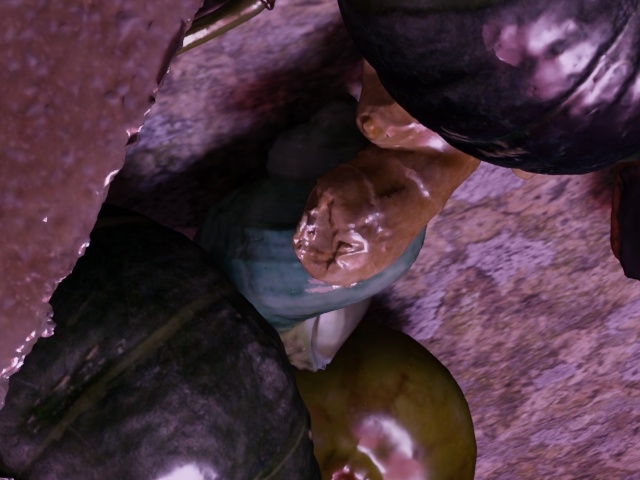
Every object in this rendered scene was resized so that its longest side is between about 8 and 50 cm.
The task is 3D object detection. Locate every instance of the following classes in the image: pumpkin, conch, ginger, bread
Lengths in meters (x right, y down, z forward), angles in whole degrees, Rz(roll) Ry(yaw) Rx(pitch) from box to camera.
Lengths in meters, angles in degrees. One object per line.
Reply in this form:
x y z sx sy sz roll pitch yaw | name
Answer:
-0.132 0.119 1.166 0.207 0.300 0.300 -44 164 -29 | pumpkin
-0.003 0.000 1.231 0.176 0.122 0.188 -19 161 -41 | conch
0.114 -0.158 0.956 0.250 0.216 0.250 -19 125 -29 | pumpkin
0.114 -0.097 1.141 0.333 0.148 0.081 -25 -169 -19 | ginger
-0.160 -0.083 0.887 0.337 0.183 0.102 -63 -177 0 | bread

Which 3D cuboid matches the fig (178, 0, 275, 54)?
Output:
-0.134 -0.085 1.034 0.245 0.149 0.149 -28 159 -31 | fig

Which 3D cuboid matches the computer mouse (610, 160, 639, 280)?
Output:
0.285 -0.062 1.302 0.183 0.116 0.323 -24 162 -7 | computer mouse

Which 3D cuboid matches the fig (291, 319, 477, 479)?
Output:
0.019 0.149 1.469 0.203 0.203 0.225 -25 -172 10 | fig
